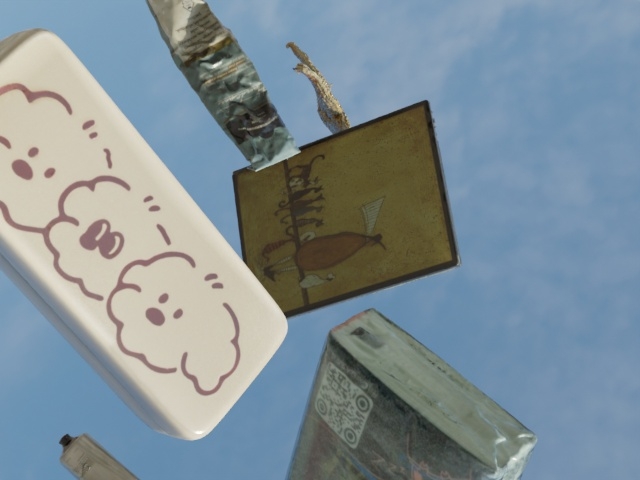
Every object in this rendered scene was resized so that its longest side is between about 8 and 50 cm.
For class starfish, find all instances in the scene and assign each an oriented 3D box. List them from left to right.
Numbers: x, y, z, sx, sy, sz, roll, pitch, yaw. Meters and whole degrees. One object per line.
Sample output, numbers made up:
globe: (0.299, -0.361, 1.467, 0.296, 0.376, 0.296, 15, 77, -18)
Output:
starfish: (0.012, -0.224, 2.019, 0.048, 0.231, 0.295, -29, -165, 2)

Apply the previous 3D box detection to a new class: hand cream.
hand cream: (-0.285, 0.331, 1.676, 0.087, 0.186, 0.054, -51, 175, 29)
hand cream: (-0.113, -0.183, 1.319, 0.075, 0.248, 0.052, -29, 173, -26)

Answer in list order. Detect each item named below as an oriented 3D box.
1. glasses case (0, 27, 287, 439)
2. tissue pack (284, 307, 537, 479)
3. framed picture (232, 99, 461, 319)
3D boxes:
glasses case: (-0.171, 0.001, 0.974, 0.076, 0.336, 0.144, 0, -135, 53)
tissue pack: (0.071, 0.256, 1.265, 0.103, 0.316, 0.228, -25, -128, -40)
framed picture: (0.027, -0.035, 1.764, 0.338, 0.014, 0.255, -18, -112, 25)
